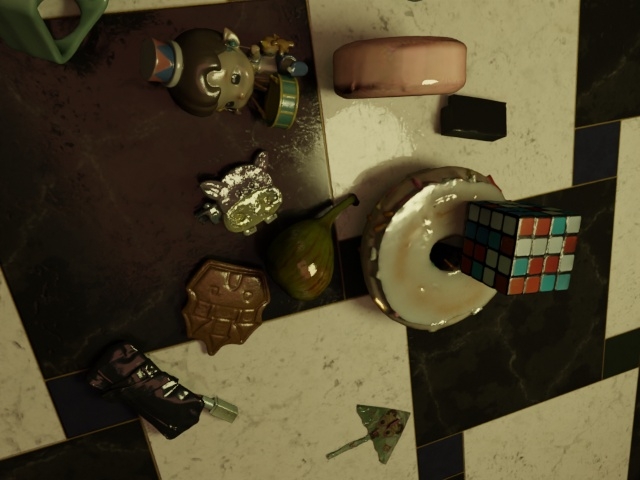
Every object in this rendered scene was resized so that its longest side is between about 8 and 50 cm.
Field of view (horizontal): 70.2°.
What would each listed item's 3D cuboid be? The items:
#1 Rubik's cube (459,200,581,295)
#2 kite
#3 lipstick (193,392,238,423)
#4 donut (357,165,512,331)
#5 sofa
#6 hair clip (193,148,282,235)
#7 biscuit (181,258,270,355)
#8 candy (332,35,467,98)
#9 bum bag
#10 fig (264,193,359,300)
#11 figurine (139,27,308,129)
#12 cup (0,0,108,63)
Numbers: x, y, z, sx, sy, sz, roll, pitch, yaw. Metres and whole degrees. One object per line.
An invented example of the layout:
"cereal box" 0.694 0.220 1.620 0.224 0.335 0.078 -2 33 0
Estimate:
"Rubik's cube" 0.390 0.008 0.906 0.151 0.154 0.155 -3 106 -19
"kite" 0.133 0.520 1.203 0.250 0.012 0.229 -24 110 -9
"lipstick" -0.247 0.369 1.024 0.129 0.030 0.030 35 93 -23
"donut" 0.256 0.013 1.022 0.383 0.142 0.382 -5 107 -17
"sofa" 0.341 -0.272 1.020 0.147 0.060 0.085 1 88 -18
"hair clip" -0.161 -0.079 0.910 0.187 0.056 0.146 -28 119 -11
"biscuit" -0.205 0.151 0.972 0.182 0.034 0.215 13 101 -20
"candy" 0.137 -0.311 0.832 0.255 0.255 0.094 -7 108 -16
"bum bag" -0.361 0.317 0.957 0.123 0.060 0.248 -44 112 -1
"fig" 0.000 0.000 0.939 0.151 0.151 0.259 42 86 -24
"figurine" -0.167 -0.280 0.791 0.276 0.158 0.161 1 145 -20
"cup" -0.321 -0.451 0.576 0.310 0.392 0.401 -14 114 -8
